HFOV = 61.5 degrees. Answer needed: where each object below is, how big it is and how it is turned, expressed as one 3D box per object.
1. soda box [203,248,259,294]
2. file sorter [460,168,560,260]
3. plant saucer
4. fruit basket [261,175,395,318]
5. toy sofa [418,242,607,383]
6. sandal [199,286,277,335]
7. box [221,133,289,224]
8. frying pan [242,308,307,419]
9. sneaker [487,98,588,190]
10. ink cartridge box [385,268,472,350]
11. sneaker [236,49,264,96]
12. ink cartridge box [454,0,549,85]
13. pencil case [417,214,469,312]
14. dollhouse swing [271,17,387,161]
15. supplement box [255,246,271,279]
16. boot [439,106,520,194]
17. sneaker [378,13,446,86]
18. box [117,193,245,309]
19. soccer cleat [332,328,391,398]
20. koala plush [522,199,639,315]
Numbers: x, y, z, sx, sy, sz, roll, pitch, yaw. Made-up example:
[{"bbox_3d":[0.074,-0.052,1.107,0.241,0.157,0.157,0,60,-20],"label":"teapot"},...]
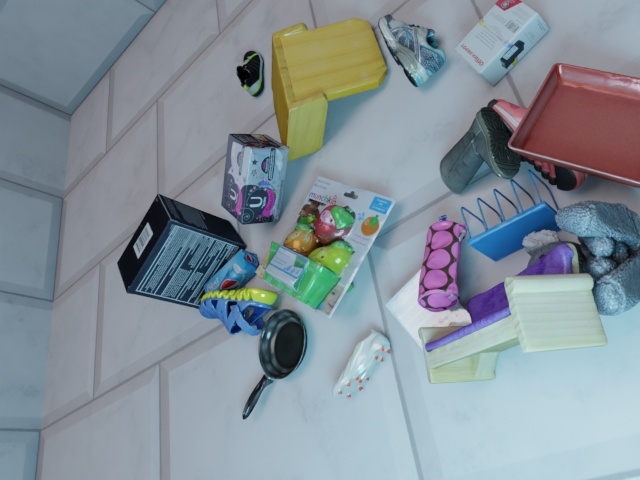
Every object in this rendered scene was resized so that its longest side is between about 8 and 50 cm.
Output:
[{"bbox_3d":[-0.292,0.123,1.768,0.210,0.067,0.071,-43,49,26],"label":"soda box"},{"bbox_3d":[0.396,-0.052,1.119,0.170,0.118,0.104,-31,51,33],"label":"file sorter"},{"bbox_3d":[0.520,-0.212,1.005,0.258,0.048,0.259,22,62,26],"label":"plant saucer"},{"bbox_3d":[0.000,0.000,1.461,0.327,0.165,0.353,25,89,47],"label":"fruit basket"},{"bbox_3d":[0.315,0.144,0.973,0.362,0.150,0.177,122,144,-64],"label":"toy sofa"},{"bbox_3d":[-0.270,0.226,1.665,0.317,0.126,0.138,-11,66,44],"label":"sandal"},{"bbox_3d":[-0.211,-0.195,1.699,0.163,0.142,0.247,38,126,46],"label":"box"},{"bbox_3d":[-0.115,0.356,1.511,0.197,0.053,0.326,-2,74,46],"label":"frying pan"},{"bbox_3d":[0.478,-0.223,1.137,0.136,0.116,0.314,-32,44,0],"label":"sneaker"},{"bbox_3d":[0.257,0.166,1.240,0.145,0.045,0.179,-48,65,19],"label":"ink cartridge box"},{"bbox_3d":[-0.270,-0.648,2.031,0.084,0.097,0.235,-34,53,30],"label":"sneaker"},{"bbox_3d":[0.429,-0.481,1.288,0.175,0.072,0.127,-46,48,22],"label":"ink cartridge box"},{"bbox_3d":[0.271,0.052,1.179,0.098,0.095,0.209,-12,48,34],"label":"pencil case"},{"bbox_3d":[0.016,-0.485,1.711,0.315,0.305,0.347,99,161,-56],"label":"dollhouse swing"},{"bbox_3d":[-0.153,0.077,1.670,0.098,0.036,0.062,-58,43,11],"label":"supplement box"},{"bbox_3d":[0.340,-0.164,1.189,0.208,0.076,0.190,123,146,-54],"label":"boot"},{"bbox_3d":[0.255,-0.541,1.485,0.122,0.110,0.283,-30,55,11],"label":"sneaker"},{"bbox_3d":[-0.469,0.047,1.808,0.296,0.294,0.183,-55,42,14],"label":"box"},{"bbox_3d":[0.094,0.304,1.319,0.196,0.068,0.076,-50,41,8],"label":"soccer cleat"},{"bbox_3d":[0.475,0.045,0.984,0.221,0.203,0.196,-33,67,55],"label":"koala plush"}]
